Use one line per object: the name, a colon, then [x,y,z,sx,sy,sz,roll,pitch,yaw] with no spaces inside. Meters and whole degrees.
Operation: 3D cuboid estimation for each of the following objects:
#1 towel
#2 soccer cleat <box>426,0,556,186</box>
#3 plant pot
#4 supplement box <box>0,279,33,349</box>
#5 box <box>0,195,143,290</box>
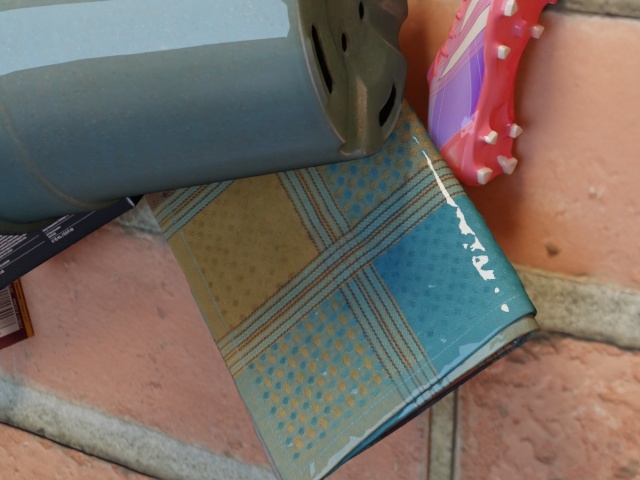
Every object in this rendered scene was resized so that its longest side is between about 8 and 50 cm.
towel: [0.000,0.000,1.306,0.271,0.040,0.370,-38,63,18]
soccer cleat: [0.133,-0.164,1.254,0.095,0.083,0.248,26,121,34]
plant pot: [-0.122,-0.183,1.222,0.334,0.341,0.341,-4,102,22]
supplement box: [-0.441,0.081,1.770,0.188,0.081,0.104,-6,100,39]
box: [-0.311,-0.080,1.570,0.261,0.103,0.184,-27,112,40]
